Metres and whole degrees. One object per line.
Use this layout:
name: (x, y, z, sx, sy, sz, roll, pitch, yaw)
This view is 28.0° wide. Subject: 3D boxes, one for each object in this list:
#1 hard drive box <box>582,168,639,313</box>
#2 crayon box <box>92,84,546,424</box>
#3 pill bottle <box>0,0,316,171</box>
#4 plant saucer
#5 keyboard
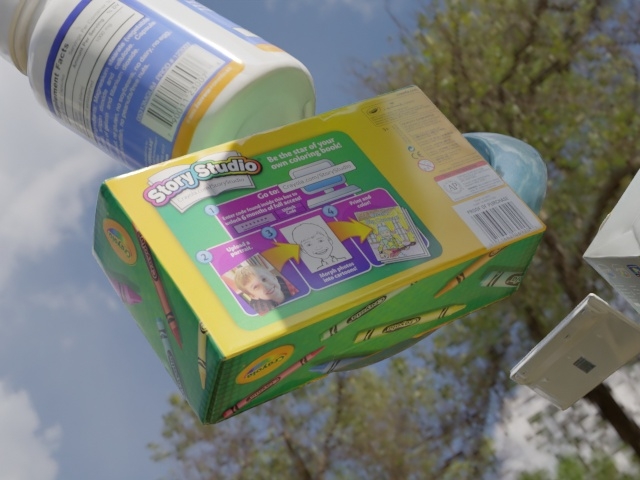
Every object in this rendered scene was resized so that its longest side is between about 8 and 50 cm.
hard drive box: (0.389, 0.020, 1.212, 0.232, 0.089, 0.181, 43, -108, -18)
crayon box: (0.000, 0.000, 0.914, 0.278, 0.165, 0.081, -20, -33, -29)
pill bottle: (-0.150, -0.142, 1.094, 0.152, 0.272, 0.152, -42, -30, -30)
plant saucer: (0.080, -0.003, 1.277, 0.317, 0.317, 0.044, -37, -67, 9)
keyboard: (0.253, 0.116, 1.266, 0.014, 0.072, 0.256, -60, -3, -23)
